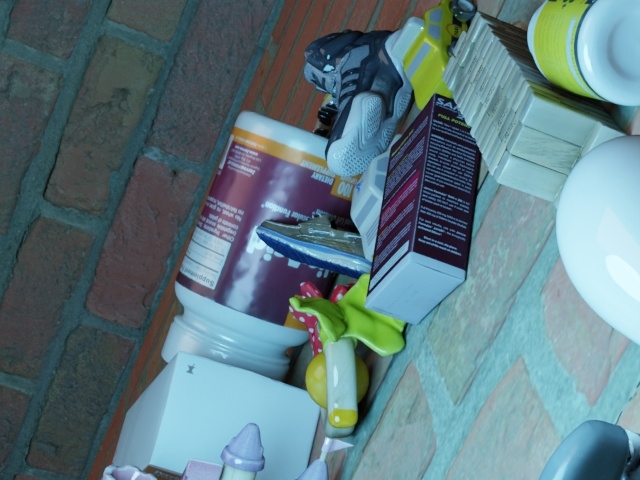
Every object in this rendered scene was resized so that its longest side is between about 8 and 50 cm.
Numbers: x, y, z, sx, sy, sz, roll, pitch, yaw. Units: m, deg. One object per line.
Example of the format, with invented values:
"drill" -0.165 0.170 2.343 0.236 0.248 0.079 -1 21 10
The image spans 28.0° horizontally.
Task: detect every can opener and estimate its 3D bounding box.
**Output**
"can opener" 0.163 0.256 0.887 0.074 0.093 0.280 -146 72 -76

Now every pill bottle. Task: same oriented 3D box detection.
"pill bottle" 0.247 -0.178 1.134 0.184 0.103 0.103 -131 61 -75
"pill bottle" -0.084 0.023 1.920 0.224 0.224 0.392 -146 76 -77

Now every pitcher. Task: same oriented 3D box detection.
"pitcher" 0.254 0.004 0.852 0.178 0.125 0.207 -42 34 21

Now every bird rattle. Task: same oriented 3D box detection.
"bird rattle" 0.010 0.142 1.599 0.253 0.143 0.206 143 128 -73

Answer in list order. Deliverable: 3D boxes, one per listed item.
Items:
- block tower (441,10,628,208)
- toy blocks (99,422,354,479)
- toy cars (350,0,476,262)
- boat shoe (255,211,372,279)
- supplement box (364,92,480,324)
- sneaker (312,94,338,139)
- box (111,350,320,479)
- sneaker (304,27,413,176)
"block tower" 0.202 -0.138 1.282 0.335 0.097 0.091 -103 34 -65
"toy blocks" -0.134 0.327 1.545 0.309 0.289 0.260 -122 47 -76
"toy cars" 0.110 -0.160 1.701 0.176 0.087 0.393 -171 101 -77
"boat shoe" 0.000 0.000 1.768 0.066 0.183 0.066 -65 -19 -16
"supplement box" 0.123 -0.037 1.500 0.130 0.073 0.239 129 156 -55
"sneaker" 0.038 -0.227 2.111 0.208 0.082 0.094 143 147 -68
"box" -0.167 0.312 1.851 0.345 0.215 0.168 133 154 -60
"sneaker" 0.035 -0.203 1.821 0.268 0.153 0.101 -61 -30 -31
